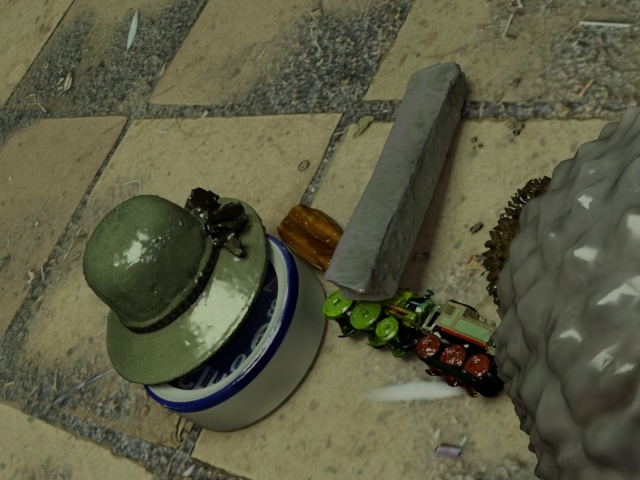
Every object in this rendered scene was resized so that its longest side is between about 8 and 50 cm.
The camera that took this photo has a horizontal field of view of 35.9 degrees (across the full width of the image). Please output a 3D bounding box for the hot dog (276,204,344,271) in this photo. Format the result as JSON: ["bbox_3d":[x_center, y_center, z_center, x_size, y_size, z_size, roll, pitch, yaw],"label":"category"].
[{"bbox_3d":[0.001,0.001,1.168,0.062,0.038,0.144,-49,41,-5],"label":"hot dog"}]

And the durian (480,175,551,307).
[{"bbox_3d":[0.227,0.022,0.813,0.196,0.196,0.167,-2,69,42],"label":"durian"}]

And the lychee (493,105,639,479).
[{"bbox_3d":[0.284,0.072,0.538,0.432,0.380,0.380,-31,41,4],"label":"lychee"}]

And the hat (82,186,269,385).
[{"bbox_3d":[-0.194,0.026,1.132,0.257,0.130,0.257,-23,46,26],"label":"hat"}]

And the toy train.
[{"bbox_3d":[0.100,0.088,0.994,0.249,0.053,0.085,20,68,49],"label":"toy train"}]

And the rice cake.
[{"bbox_3d":[0.093,-0.070,1.088,0.072,0.056,0.365,-5,45,33],"label":"rice cake"}]

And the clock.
[{"bbox_3d":[-0.104,0.103,1.150,0.230,0.083,0.230,-23,48,27],"label":"clock"}]
